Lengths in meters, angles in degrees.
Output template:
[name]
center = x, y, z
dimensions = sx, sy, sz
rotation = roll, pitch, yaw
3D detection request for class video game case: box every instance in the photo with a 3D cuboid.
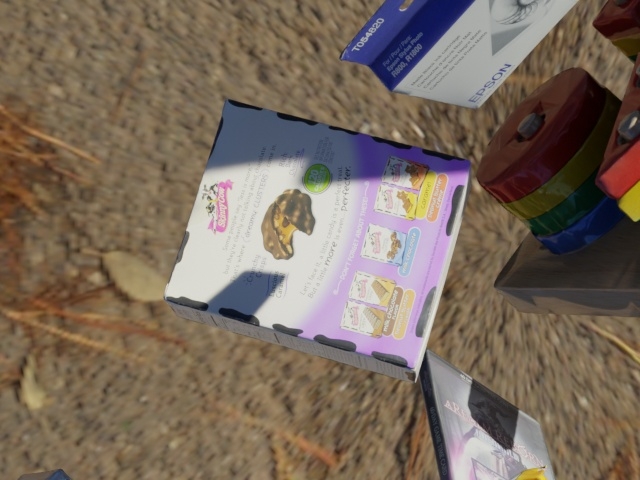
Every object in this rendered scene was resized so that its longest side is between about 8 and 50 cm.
[video game case]
center = 0.195, 0.259, 1.950
dimensions = 0.196, 0.274, 0.026
rotation = 34, 119, -30

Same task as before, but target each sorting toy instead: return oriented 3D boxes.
[sorting toy]
center = 0.203, -0.086, 0.962
dimensions = 0.089, 0.257, 0.255
rotation = 40, 75, -16

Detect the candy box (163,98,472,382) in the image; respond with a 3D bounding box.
[candy box]
center = 0.000, 0.000, 1.351
dimensions = 0.196, 0.070, 0.165
rotation = 15, 78, 8

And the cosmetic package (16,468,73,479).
[cosmetic package]
center = -0.153, 0.378, 1.554
dimensions = 0.385, 0.217, 0.156
rotation = 45, 71, -9

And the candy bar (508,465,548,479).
[candy bar]
center = 0.064, 0.169, 0.761
dimensions = 0.018, 0.040, 0.161
rotation = 25, 105, 30

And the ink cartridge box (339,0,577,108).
[ink cartridge box]
center = 0.163, -0.240, 1.914
dimensions = 0.223, 0.224, 0.045
rotation = -48, 58, 28
